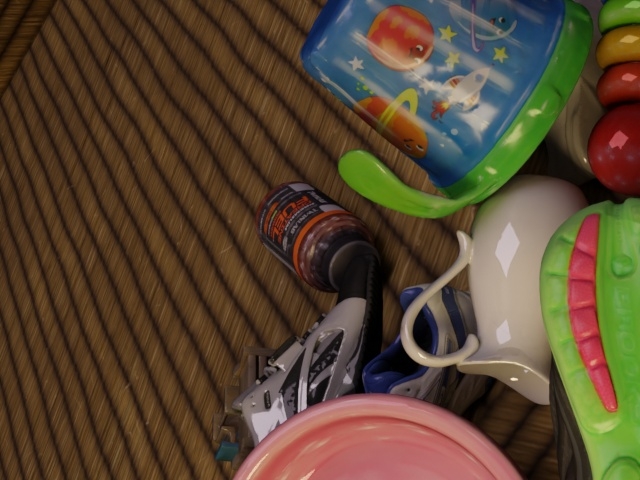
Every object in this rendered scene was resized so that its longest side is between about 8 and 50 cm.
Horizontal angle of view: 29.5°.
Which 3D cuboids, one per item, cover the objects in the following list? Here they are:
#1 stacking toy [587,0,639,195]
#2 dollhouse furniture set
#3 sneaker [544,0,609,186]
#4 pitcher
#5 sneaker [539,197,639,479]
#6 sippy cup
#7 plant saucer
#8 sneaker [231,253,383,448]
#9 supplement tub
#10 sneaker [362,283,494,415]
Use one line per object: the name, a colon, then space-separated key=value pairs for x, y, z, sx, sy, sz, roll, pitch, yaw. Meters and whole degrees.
stacking toy: x=0.321 y=-0.203 z=1.189 sx=0.141 sy=0.141 sz=0.330 roll=-3 pitch=73 yaw=55
dollhouse furniture set: x=-0.049 y=0.231 z=1.454 sx=0.183 sy=0.129 sz=0.129 roll=115 pitch=158 yaw=-52
sneaker: x=0.263 y=-0.155 z=1.283 sx=0.094 sy=0.080 sz=0.212 roll=-32 pitch=45 yaw=58
pitcher: x=0.175 y=0.038 z=1.180 sx=0.125 sy=0.178 sz=0.207 roll=138 pitch=146 yaw=-70
sneaker: x=0.265 y=0.212 z=0.952 sx=0.185 sy=0.202 sz=0.482 roll=0 pitch=77 yaw=21
sippy cup: x=0.111 y=-0.188 z=1.208 sx=0.240 sy=0.224 sz=0.305 roll=-53 pitch=13 yaw=26
plant saucer: x=0.061 y=0.309 z=1.133 sx=0.332 sy=0.084 sz=0.332 roll=-3 pitch=82 yaw=22
sneaker: x=-0.018 y=0.153 z=1.311 sx=0.146 sy=0.122 sz=0.330 roll=9 pitch=61 yaw=15
supplement tub: x=0.000 y=0.000 z=1.525 sx=0.106 sy=0.106 sz=0.198 roll=-62 pitch=32 yaw=5
sneaker: x=0.082 y=0.183 z=1.262 sx=0.112 sy=0.131 sz=0.296 roll=15 pitch=83 yaw=56
